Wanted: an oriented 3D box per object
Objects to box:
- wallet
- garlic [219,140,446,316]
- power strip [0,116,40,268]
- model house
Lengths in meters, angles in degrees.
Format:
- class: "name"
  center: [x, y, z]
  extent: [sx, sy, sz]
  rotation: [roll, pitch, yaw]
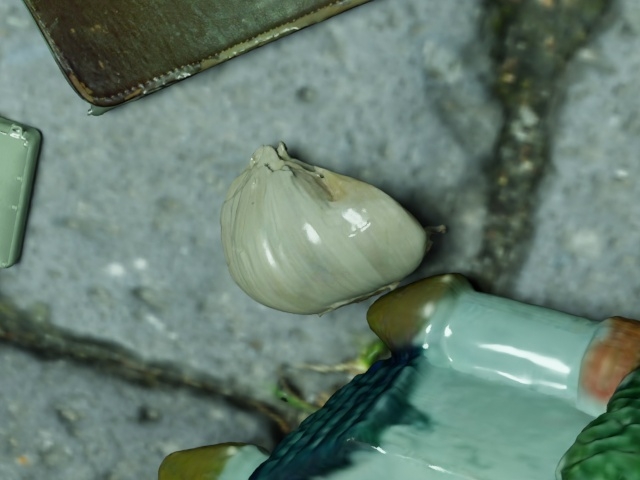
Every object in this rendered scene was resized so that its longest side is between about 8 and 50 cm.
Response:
- class: "wallet"
  center: [-0.040, -0.149, 0.680]
  extent: [0.232, 0.031, 0.122]
  rotation: [-19, 113, 21]
- class: "garlic"
  center: [-0.003, -0.001, 0.716]
  extent: [0.113, 0.074, 0.094]
  rotation: [-23, 118, 36]
- class: "power strip"
  center: [-0.175, -0.026, 0.770]
  extent: [0.040, 0.016, 0.090]
  rotation: [18, 117, 3]
- class: "model house"
  center: [0.057, 0.139, 0.732]
  extent: [0.291, 0.184, 0.253]
  rotation: [16, 124, 19]
